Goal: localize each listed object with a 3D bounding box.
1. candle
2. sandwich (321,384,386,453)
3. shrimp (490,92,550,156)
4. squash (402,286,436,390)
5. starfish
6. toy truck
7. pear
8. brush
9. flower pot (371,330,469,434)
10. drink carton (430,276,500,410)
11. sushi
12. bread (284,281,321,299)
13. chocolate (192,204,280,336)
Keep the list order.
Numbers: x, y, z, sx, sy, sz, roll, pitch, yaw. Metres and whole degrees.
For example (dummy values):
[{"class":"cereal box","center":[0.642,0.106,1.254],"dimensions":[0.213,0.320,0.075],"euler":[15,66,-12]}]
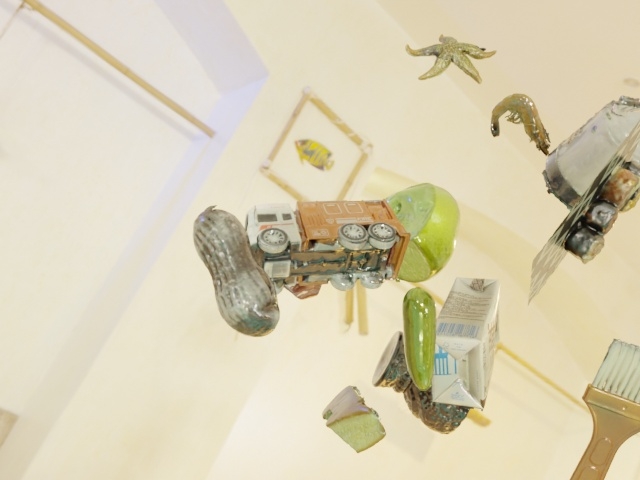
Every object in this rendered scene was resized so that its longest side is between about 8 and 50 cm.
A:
[{"class":"candle","center":[0.652,-0.207,1.188],"dimensions":[0.187,0.187,0.330],"euler":[29,-33,-3]},{"class":"sandwich","center":[0.095,0.489,1.483],"dimensions":[0.122,0.128,0.235],"euler":[44,-6,-1]},{"class":"shrimp","center":[0.492,-0.272,1.361],"dimensions":[0.124,0.034,0.178],"euler":[-23,-79,32]},{"class":"squash","center":[0.193,0.188,1.055],"dimensions":[0.066,0.201,0.066],"euler":[-5,3,0]},{"class":"starfish","center":[0.289,-0.421,1.271],"dimensions":[0.208,0.176,0.053],"euler":[33,-19,31]},{"class":"toy truck","center":[0.000,0.000,1.338],"dimensions":[0.387,0.207,0.173],"euler":[-2,-48,-14]},{"class":"pear","center":[0.320,-0.040,1.785],"dimensions":[0.238,0.318,0.342],"euler":[47,-23,-23]},{"class":"brush","center":[0.335,0.268,0.664],"dimensions":[0.090,0.314,0.017],"euler":[18,17,11]},{"class":"flower pot","center":[0.317,0.423,1.692],"dimensions":[0.267,0.266,0.266],"euler":[26,-11,3]},{"class":"drink carton","center":[0.375,0.249,1.387],"dimensions":[0.132,0.324,0.194],"euler":[3,-66,24]},{"class":"sushi","center":[0.414,-0.027,0.812],"dimensions":[0.050,0.290,0.264],"euler":[36,-6,27]},{"class":"bread","center":[-0.051,0.105,1.554],"dimensions":[0.192,0.119,0.067],"euler":[-14,2,-4]},{"class":"chocolate","center":[-0.151,0.056,0.963],"dimensions":[0.110,0.110,0.248],"euler":[75,-10,-75]}]
